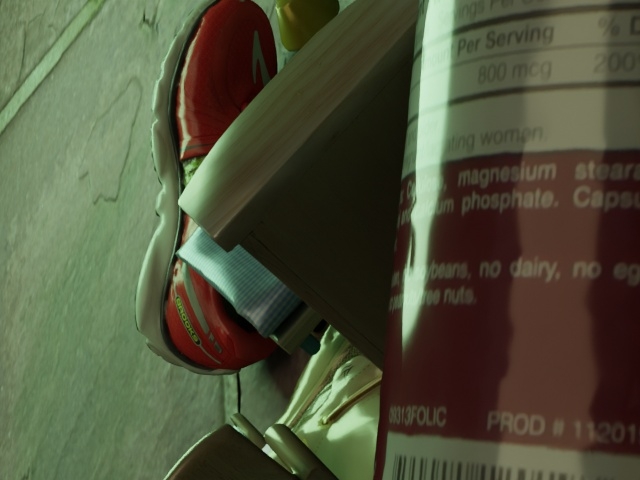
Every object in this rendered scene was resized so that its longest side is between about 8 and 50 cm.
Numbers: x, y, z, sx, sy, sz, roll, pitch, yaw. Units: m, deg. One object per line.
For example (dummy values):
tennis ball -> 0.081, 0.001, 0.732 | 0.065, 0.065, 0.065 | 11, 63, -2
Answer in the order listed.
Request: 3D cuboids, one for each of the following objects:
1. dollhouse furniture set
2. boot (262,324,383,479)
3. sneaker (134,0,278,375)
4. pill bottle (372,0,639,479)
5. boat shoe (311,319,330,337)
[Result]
dollhouse furniture set -> -0.039, -0.017, 0.822 | 0.286, 0.198, 0.303 | -47, 35, -1
boot -> 0.034, 0.173, 0.858 | 0.262, 0.095, 0.203 | -61, 32, 15
sneaker -> -0.052, -0.041, 1.119 | 0.118, 0.107, 0.279 | 0, 84, 44
pill bottle -> 0.140, -0.018, 0.579 | 0.224, 0.224, 0.392 | -5, 77, 62
boat shoe -> 0.000, 0.000, 1.033 | 0.045, 0.050, 0.135 | 21, 110, 59
